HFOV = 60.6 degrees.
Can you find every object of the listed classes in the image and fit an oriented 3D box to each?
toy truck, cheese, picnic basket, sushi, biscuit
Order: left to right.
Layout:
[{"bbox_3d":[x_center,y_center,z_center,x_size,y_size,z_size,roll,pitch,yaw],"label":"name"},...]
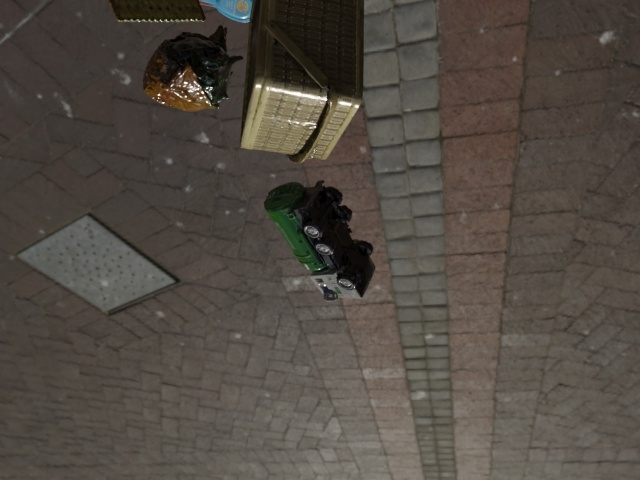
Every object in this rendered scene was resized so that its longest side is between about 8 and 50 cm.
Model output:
[{"bbox_3d":[-0.332,-0.496,1.075,0.016,0.231,0.139,-16,100,38],"label":"biscuit"},{"bbox_3d":[-0.224,-0.322,1.036,0.140,0.287,0.149,-35,101,30],"label":"sushi"},{"bbox_3d":[-0.308,-0.748,1.706,0.256,0.037,0.106,8,129,-11],"label":"cheese"},{"bbox_3d":[-0.018,-0.158,0.455,0.080,0.164,0.115,7,159,-14],"label":"picnic basket"},{"bbox_3d":[0.000,0.000,0.984,0.125,0.101,0.242,-6,131,36],"label":"toy truck"}]
